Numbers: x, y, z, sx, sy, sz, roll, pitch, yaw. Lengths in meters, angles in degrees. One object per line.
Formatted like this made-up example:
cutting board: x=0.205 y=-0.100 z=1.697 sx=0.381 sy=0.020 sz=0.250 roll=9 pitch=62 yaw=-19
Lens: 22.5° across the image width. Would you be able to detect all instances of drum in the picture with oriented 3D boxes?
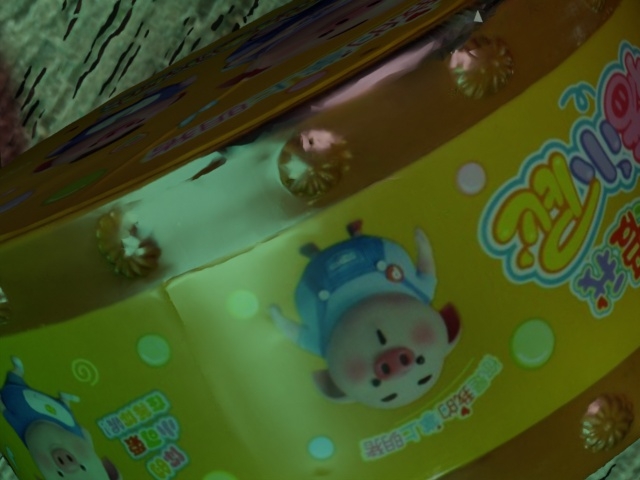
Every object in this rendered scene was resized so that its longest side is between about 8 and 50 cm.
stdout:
drum: x=0.000 y=0.000 z=0.869 sx=0.431 sy=0.431 sz=0.214 roll=-22 pitch=105 yaw=25
